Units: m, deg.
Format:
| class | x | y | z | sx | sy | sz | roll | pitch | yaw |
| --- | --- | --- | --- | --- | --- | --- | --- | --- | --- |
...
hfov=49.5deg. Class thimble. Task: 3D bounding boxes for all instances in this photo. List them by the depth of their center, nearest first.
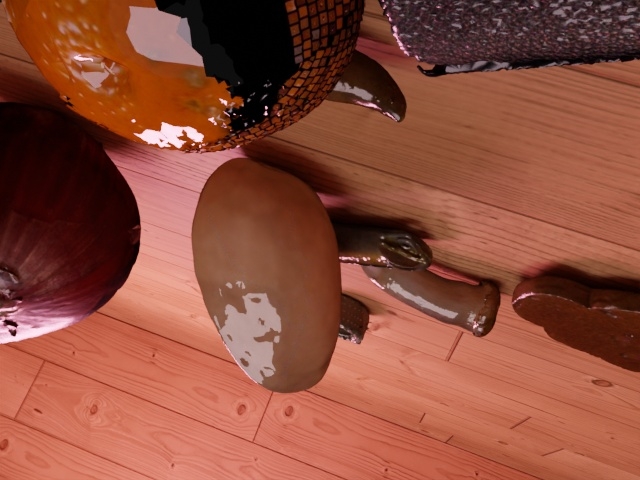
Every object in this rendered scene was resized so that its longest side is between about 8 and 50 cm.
| class | x | y | z | sx | sy | sz | roll | pitch | yaw |
| --- | --- | --- | --- | --- | --- | --- | --- | --- | --- |
| thimble | 0.045 | 0.145 | 1.283 | 0.110 | 0.062 | 0.084 | 34 | 157 | -31 |

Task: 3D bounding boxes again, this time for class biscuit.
| class | x | y | z | sx | sy | sz | roll | pitch | yaw |
| --- | --- | --- | --- | --- | --- | --- | --- | --- | --- |
| biscuit | 0.376 | 0.106 | 0.844 | 0.290 | 0.041 | 0.208 | 22 | 162 | -3 |

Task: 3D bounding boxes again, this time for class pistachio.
| class | x | y | z | sx | sy | sz | roll | pitch | yaw |
| --- | --- | --- | --- | --- | --- | --- | --- | --- | --- |
| pistachio | -0.065 | 0.042 | 0.852 | 0.187 | 0.187 | 0.299 | 6 | 113 | 40 |

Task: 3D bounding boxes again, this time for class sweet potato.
| class | x | y | z | sx | sy | sz | roll | pitch | yaw |
| --- | --- | --- | --- | --- | --- | --- | --- | --- | --- |
| sweet potato | -0.053 | -0.157 | 0.573 | 0.274 | 0.067 | 0.067 | 23 | 162 | 13 |

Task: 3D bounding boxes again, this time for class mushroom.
| class | x | y | z | sx | sy | sz | roll | pitch | yaw |
| --- | --- | --- | --- | --- | --- | --- | --- | --- | --- |
| mushroom | 0.146 | 0.062 | 0.950 | 0.209 | 0.071 | 0.084 | 24 | 156 | 5 |

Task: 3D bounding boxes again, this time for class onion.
| class | x | y | z | sx | sy | sz | roll | pitch | yaw |
| --- | --- | --- | --- | --- | --- | --- | --- | --- | --- |
| onion | -0.409 | -0.016 | 0.959 | 0.341 | 0.341 | 0.341 | 20 | 161 | 7 |

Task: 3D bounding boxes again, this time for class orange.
| class | x | y | z | sx | sy | sz | roll | pitch | yaw |
| --- | --- | --- | --- | --- | --- | --- | --- | --- | --- |
| orange | -0.089 | -0.161 | 0.438 | 0.234 | 0.182 | 0.234 | 27 | 154 | 15 |

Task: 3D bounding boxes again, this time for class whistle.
| class | x | y | z | sx | sy | sz | roll | pitch | yaw |
| --- | --- | --- | --- | --- | --- | --- | --- | --- | --- |
| whistle | 0.000 | 0.001 | 0.949 | 0.326 | 0.057 | 0.068 | 6 | 155 | 39 |

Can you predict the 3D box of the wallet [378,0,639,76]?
| class | x | y | z | sx | sy | sz | roll | pitch | yaw |
| --- | --- | --- | --- | --- | --- | --- | --- | --- | --- |
| wallet | 0.109 | -0.182 | 0.326 | 0.221 | 0.071 | 0.262 | 8 | 150 | 37 |
